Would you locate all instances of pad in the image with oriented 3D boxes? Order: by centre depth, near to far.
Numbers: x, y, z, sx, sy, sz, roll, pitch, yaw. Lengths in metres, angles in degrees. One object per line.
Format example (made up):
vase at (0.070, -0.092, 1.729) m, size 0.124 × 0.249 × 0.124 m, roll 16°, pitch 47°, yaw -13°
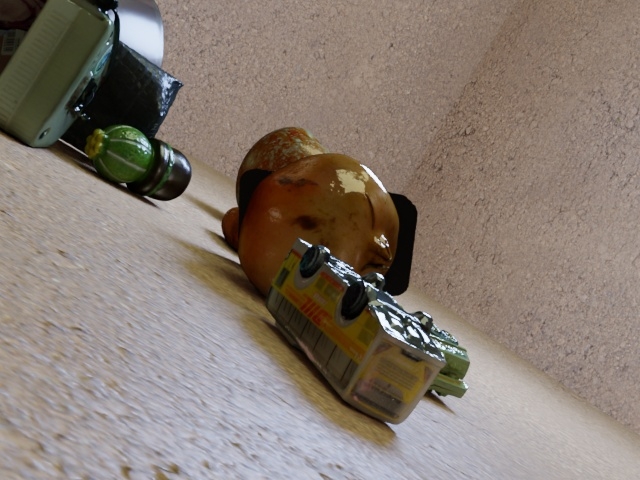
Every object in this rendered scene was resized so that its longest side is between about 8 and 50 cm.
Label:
pad at (0.008, 0.043, 1.552) m, size 0.250 × 0.055 × 0.323 m, roll 11°, pitch -39°, yaw 11°

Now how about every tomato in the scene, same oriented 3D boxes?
tomato at (-0.047, -0.084, 2.148) m, size 0.270 × 0.223 × 0.270 m, roll 51°, pitch 3°, yaw -3°

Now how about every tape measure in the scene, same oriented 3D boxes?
tape measure at (-0.349, -0.241, 1.509) m, size 0.115 × 0.235 × 0.207 m, roll 33°, pitch 2°, yaw -3°

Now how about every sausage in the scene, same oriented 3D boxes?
sausage at (-0.109, -0.014, 1.718) m, size 0.089 × 0.089 × 0.179 m, roll 30°, pitch -1°, yaw -17°

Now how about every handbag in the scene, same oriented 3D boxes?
handbag at (-0.330, -0.212, 1.687) m, size 0.175 × 0.088 × 0.270 m, roll 32°, pitch -42°, yaw -11°

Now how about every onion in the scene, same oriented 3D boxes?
onion at (-0.409, -0.385, 1.507) m, size 0.173 × 0.135 × 0.198 m, roll 10°, pitch -27°, yaw -44°

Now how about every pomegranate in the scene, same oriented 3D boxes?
pomegranate at (-0.003, -0.003, 1.368) m, size 0.209 × 0.209 × 0.209 m, roll 31°, pitch 3°, yaw -2°

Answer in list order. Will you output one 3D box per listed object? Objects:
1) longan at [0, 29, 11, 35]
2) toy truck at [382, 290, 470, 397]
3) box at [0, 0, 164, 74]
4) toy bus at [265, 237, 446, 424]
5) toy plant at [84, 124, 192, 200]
longan at (-0.603, -0.476, 1.659) m, size 0.404 × 0.404 × 0.336 m, roll 29°, pitch 3°, yaw -33°
toy truck at (0.114, 0.139, 1.347) m, size 0.169 × 0.077 × 0.100 m, roll 33°, pitch 15°, yaw -29°
box at (-0.458, -0.350, 1.945) m, size 0.301 × 0.301 × 0.216 m, roll 33°, pitch 12°, yaw 33°
toy bus at (0.027, 0.082, 1.077) m, size 0.092 × 0.106 × 0.268 m, roll 30°, pitch 5°, yaw -26°
toy plant at (-0.275, -0.118, 1.620) m, size 0.162 × 0.092 × 0.093 m, roll 23°, pitch 7°, yaw -42°
